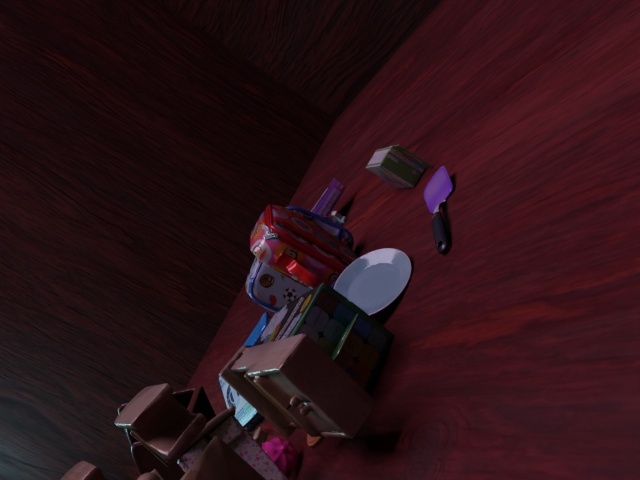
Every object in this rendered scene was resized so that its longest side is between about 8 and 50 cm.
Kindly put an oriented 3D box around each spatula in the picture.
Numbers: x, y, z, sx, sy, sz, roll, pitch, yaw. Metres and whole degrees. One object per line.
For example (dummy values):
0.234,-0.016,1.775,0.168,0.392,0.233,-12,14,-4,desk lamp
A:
0.242,-0.058,1.355,0.084,0.030,0.296,-53,12,30,spatula

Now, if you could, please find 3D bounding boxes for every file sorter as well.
-0.163,0.319,1.934,0.170,0.104,0.118,-57,11,9,file sorter

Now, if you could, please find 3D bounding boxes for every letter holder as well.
-0.307,0.487,1.394,0.214,0.302,0.152,-14,25,11,letter holder

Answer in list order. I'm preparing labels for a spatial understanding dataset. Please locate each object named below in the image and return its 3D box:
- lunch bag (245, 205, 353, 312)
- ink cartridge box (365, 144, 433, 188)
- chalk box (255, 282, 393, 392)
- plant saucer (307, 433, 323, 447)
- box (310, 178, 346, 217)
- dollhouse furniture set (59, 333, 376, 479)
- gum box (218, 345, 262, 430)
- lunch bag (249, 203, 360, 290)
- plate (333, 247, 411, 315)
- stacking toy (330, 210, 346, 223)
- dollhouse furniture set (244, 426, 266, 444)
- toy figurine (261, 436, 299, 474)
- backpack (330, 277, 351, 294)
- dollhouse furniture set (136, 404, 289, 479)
-0.049,0.062,1.800,0.303,0.243,0.115,-65,10,-4,lunch bag
0.199,-0.188,1.714,0.062,0.109,0.209,-59,11,-3,ink cartridge box
0.002,0.213,1.246,0.180,0.179,0.289,-58,12,-29,chalk box
-0.003,0.367,1.308,0.083,0.013,0.083,-56,11,16,plant saucer
-0.025,-0.066,2.331,0.201,0.057,0.293,-58,3,-34,box
-0.138,0.347,0.987,0.394,0.362,0.256,-50,11,-28,dollhouse furniture set
-0.205,0.404,1.791,0.157,0.041,0.184,-51,50,36,gum box
-0.031,0.042,1.610,0.120,0.293,0.258,-57,14,14,lunch bag
0.110,0.093,1.391,0.188,0.024,0.188,-25,34,18,plate
0.000,0.000,2.252,0.167,0.052,0.221,-61,10,-19,stacking toy
-0.177,0.474,1.559,0.182,0.101,0.161,-51,13,35,dollhouse furniture set
-0.109,0.469,1.329,0.159,0.130,0.173,-45,-15,-5,toy figurine
0.049,0.148,1.468,0.101,0.098,0.120,96,-162,-66,backpack
-0.131,0.435,1.077,0.355,0.303,0.174,-37,-18,-23,dollhouse furniture set
